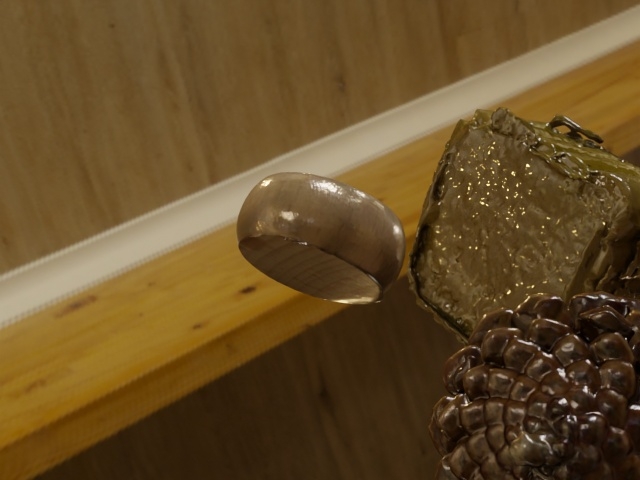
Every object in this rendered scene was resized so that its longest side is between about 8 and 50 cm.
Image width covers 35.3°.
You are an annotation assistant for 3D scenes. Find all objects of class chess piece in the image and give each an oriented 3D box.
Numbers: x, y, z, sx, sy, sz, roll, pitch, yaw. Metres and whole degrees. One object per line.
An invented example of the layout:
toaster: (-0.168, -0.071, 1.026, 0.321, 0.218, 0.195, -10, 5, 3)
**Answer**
chess piece: (0.000, 0.000, 0.489, 0.083, 0.083, 0.038, 36, -113, -38)

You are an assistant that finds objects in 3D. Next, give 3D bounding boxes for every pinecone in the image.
pinecone: (0.142, 0.104, 0.548, 0.173, 0.173, 0.173, -11, -72, -36)

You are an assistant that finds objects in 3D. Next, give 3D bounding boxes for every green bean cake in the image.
green bean cake: (0.209, 0.005, 0.953, 0.131, 0.229, 0.224, 2, -64, -40)
